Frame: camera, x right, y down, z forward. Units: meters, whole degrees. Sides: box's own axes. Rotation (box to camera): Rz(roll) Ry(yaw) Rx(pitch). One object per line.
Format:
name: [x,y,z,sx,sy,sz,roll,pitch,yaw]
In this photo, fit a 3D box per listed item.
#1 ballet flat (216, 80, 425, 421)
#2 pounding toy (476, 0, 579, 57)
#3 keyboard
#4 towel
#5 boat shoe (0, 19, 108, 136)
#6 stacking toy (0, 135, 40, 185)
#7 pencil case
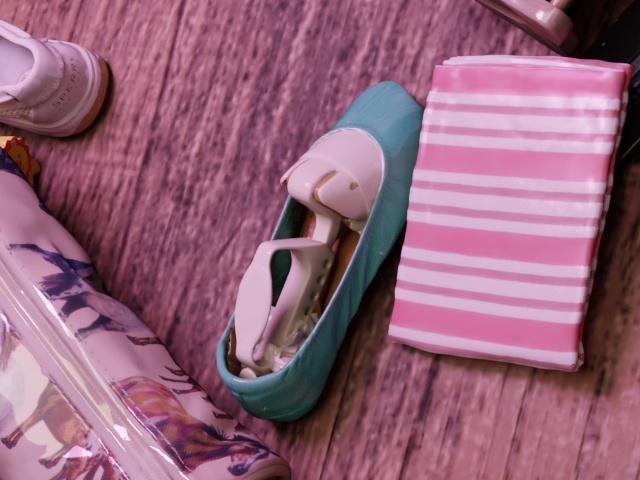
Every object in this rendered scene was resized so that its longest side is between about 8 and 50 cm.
ballet flat: [0.000,0.000,1.097,0.083,0.087,0.247,19,84,32]
pounding toy: [0.102,-0.251,1.079,0.269,0.154,0.155,39,95,32]
keyboard: [0.209,-0.093,1.050,0.180,0.023,0.108,-47,52,9]
towel: [0.121,-0.020,1.056,0.144,0.029,0.197,8,86,40]
boat shoe: [-0.298,-0.144,1.302,0.277,0.096,0.098,6,78,31]
stacking toy: [-0.311,0.029,1.282,0.167,0.052,0.221,0,75,29]
pencil case: [-0.187,0.073,1.100,0.160,0.183,0.410,-38,68,-9]
